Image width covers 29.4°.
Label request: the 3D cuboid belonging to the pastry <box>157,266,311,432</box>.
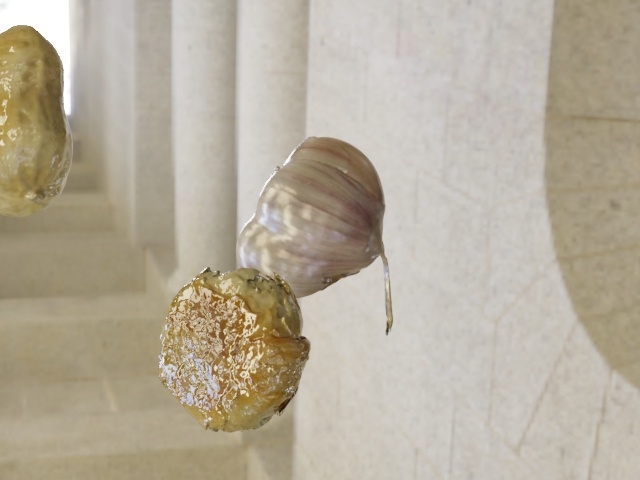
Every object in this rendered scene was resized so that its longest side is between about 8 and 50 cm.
[{"bbox_3d":[-0.078,0.098,1.094,0.153,0.153,0.081,13,172,36],"label":"pastry"}]

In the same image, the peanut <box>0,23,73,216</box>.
[{"bbox_3d":[-0.352,-0.137,1.418,0.129,0.224,0.129,-3,-171,0],"label":"peanut"}]

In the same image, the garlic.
[{"bbox_3d":[0.000,0.000,1.545,0.207,0.256,0.207,-21,-144,16],"label":"garlic"}]
